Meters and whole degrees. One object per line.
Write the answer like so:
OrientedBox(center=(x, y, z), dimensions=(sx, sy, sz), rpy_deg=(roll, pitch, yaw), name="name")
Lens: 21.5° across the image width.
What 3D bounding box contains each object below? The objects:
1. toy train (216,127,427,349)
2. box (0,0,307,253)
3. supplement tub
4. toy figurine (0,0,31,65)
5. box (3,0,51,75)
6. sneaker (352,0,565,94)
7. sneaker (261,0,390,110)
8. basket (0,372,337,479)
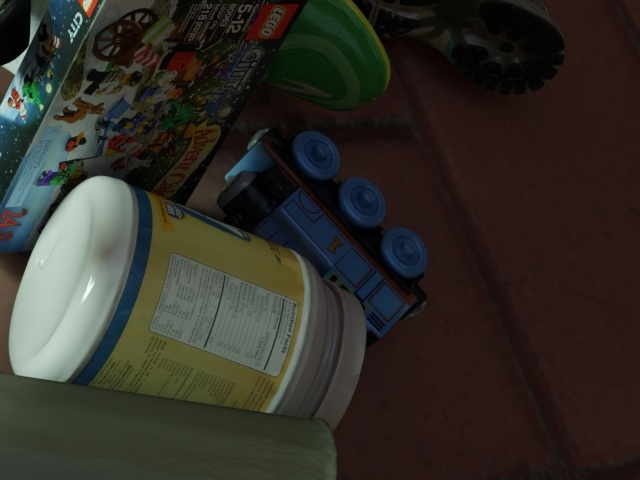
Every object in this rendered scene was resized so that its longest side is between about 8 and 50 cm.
OrientedBox(center=(0.000, 0.000, 1.256), dimensions=(0.184, 0.080, 0.105), rpy_deg=(48, 50, -2), name="toy train")
OrientedBox(center=(-0.126, -0.088, 1.098), dimensions=(0.159, 0.233, 0.044), rpy_deg=(-7, 53, -41), name="box")
OrientedBox(center=(-0.086, 0.056, 1.099), dimensions=(0.199, 0.144, 0.144), rpy_deg=(23, 50, -26), name="supplement tub")
OrientedBox(center=(-0.296, -0.102, 0.994), dimensions=(0.148, 0.209, 0.213), rpy_deg=(48, 39, -18), name="toy figurine")
OrientedBox(center=(-0.246, -0.295, 1.125), dimensions=(0.345, 0.168, 0.215), rpy_deg=(34, 49, 4), name="box")
OrientedBox(center=(0.085, -0.233, 1.483), dimensions=(0.283, 0.110, 0.122), rpy_deg=(31, 29, -22), name="sneaker")
OrientedBox(center=(-0.088, -0.167, 1.286), dimensions=(0.295, 0.109, 0.123), rpy_deg=(27, 50, -10), name="sneaker")
OrientedBox(center=(-0.130, 0.166, 0.984), dimensions=(0.227, 0.154, 0.204), rpy_deg=(22, 83, -19), name="basket")
